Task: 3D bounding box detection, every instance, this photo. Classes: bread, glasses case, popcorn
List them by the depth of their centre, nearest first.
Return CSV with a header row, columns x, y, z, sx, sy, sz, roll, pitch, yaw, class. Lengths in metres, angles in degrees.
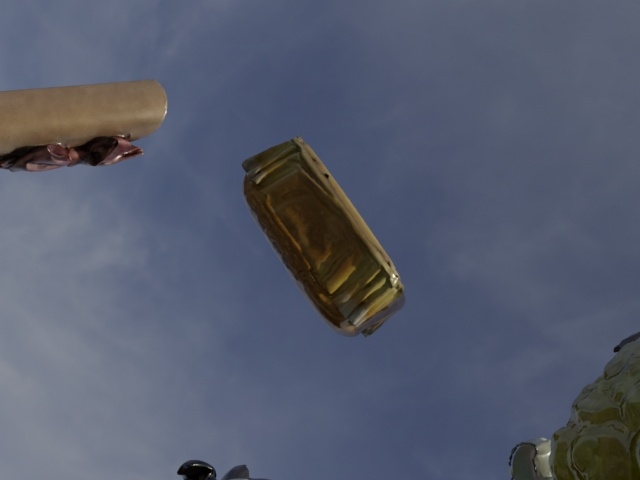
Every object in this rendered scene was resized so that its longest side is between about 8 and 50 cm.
x,y,z,sx,sy,sz,roll,pitch,yaw,class
0.291,0.160,0.607,0.174,0.286,0.225,13,-78,55,popcorn
-0.249,-0.093,0.801,0.102,0.193,0.070,-45,-118,53,glasses case
0.000,0.000,0.993,0.107,0.136,0.241,-33,-107,0,bread

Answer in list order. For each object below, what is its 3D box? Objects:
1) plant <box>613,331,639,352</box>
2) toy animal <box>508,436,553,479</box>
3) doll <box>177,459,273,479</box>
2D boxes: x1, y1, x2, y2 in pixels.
x,y,z,sx,sy,sz,roll,pitch,yaw,class
0.499,0.111,0.934,0.234,0.204,0.178,-52,-151,16,plant
0.287,0.269,0.989,0.085,0.124,0.071,-59,-136,44,toy animal
-0.090,0.361,1.015,0.117,0.257,0.182,-27,-120,12,doll
